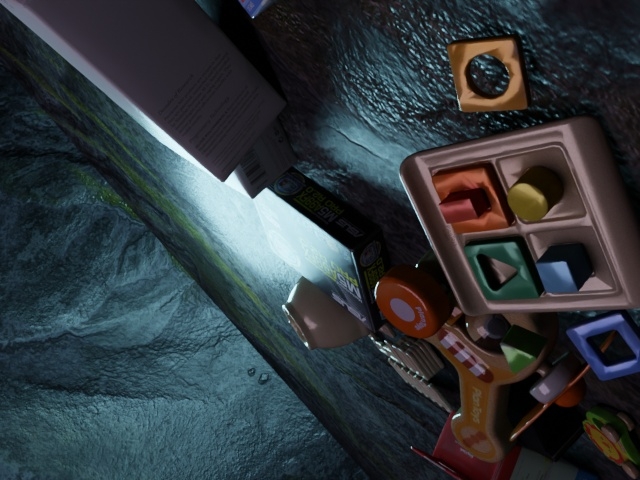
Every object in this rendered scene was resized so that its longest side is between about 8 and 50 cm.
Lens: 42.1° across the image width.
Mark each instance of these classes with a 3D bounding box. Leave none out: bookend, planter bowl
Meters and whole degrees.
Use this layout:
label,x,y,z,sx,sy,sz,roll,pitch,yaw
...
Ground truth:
label,x,y,z,sx,sy,sz,roll,pitch,yaw
bookend,0.248,0.185,1.087,0.156,0.072,0.157,23,148,55
planter bowl,0.000,0.130,1.502,0.162,0.109,0.162,56,169,16

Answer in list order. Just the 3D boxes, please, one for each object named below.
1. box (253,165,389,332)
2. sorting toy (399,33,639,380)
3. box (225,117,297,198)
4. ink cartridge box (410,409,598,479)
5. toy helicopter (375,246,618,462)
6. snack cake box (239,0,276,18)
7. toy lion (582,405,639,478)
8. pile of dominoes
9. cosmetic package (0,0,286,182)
label,x,y,z,sx,sy,sz,roll,pitch,yaw
box,0.000,0.000,1.332,0.270,0.060,0.216,38,157,35
sorting toy,0.174,-0.008,0.732,0.196,0.047,0.347,-11,113,43
box,-0.109,-0.139,1.246,0.087,0.102,0.101,30,156,44
ink cartridge box,0.257,0.312,1.168,0.231,0.078,0.134,26,175,-28
toy helicopter,0.204,0.146,0.951,0.235,0.140,0.355,24,142,32
snack cake box,-0.041,-0.313,0.704,0.152,0.089,0.264,51,163,-8
toy lion,0.354,0.240,1.016,0.100,0.034,0.096,56,170,-22
pile of dominoes,0.148,0.194,1.475,0.196,0.040,0.251,53,171,-13
cosmetic package,-0.235,-0.257,1.073,0.197,0.155,0.365,34,175,45
